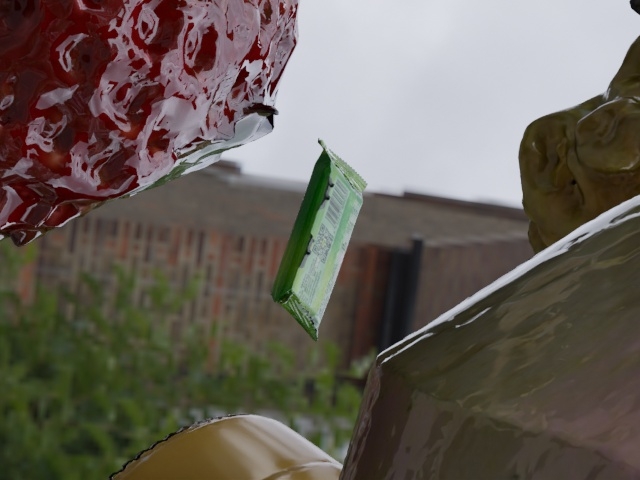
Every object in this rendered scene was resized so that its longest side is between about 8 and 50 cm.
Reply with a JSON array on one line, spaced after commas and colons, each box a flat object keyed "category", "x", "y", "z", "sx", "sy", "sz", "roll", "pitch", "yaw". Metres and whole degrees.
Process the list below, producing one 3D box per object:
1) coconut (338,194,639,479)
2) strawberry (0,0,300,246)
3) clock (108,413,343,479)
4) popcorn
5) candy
[{"category": "coconut", "x": 0.131, "y": 0.105, "z": 0.577, "sx": 0.259, "sy": 0.259, "sz": 0.259, "roll": -173, "pitch": -90, "yaw": -66}, {"category": "strawberry", "x": -0.156, "y": -0.149, "z": 0.841, "sx": 0.310, "sy": 0.291, "sz": 0.292, "roll": 64, "pitch": -24, "yaw": -7}, {"category": "clock", "x": -0.043, "y": 0.245, "z": 0.939, "sx": 0.200, "sy": 0.244, "sz": 0.317, "roll": 28, "pitch": -48, "yaw": 29}, {"category": "popcorn", "x": 0.307, "y": -0.069, "z": 1.455, "sx": 0.316, "sy": 0.297, "sz": 0.281, "roll": -23, "pitch": -88, "yaw": 45}, {"category": "candy", "x": -0.001, "y": 0.000, "z": 1.843, "sx": 0.032, "sy": 0.102, "sz": 0.178, "roll": 9, "pitch": -111, "yaw": 26}]
